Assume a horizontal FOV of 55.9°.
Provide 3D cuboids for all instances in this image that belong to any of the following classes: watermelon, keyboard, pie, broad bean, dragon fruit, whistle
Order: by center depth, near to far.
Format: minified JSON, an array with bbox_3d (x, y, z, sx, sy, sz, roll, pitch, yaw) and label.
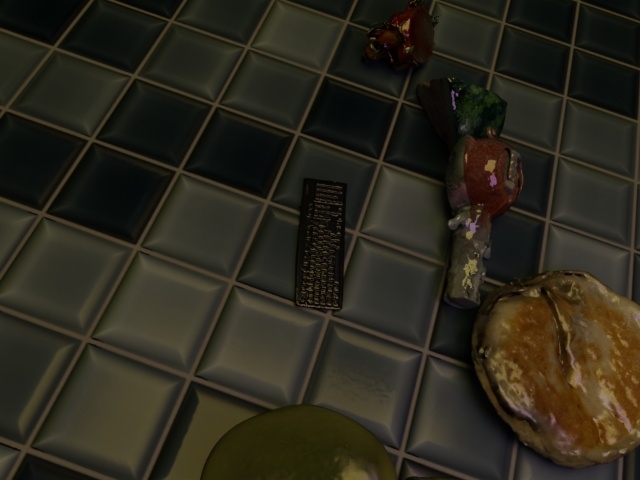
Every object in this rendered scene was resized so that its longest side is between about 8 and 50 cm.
[{"bbox_3d":[-0.029,0.311,0.799,0.262,0.121,0.189,0,58,-7],"label":"broad bean"},{"bbox_3d":[0.395,0.189,0.962,0.338,0.077,0.340,6,59,-10],"label":"pie"},{"bbox_3d":[0.000,0.000,1.032,0.087,0.017,0.251,8,61,-7],"label":"keyboard"},{"bbox_3d":[0.274,-0.053,1.049,0.133,0.142,0.347,5,66,23],"label":"whistle"},{"bbox_3d":[0.287,-0.273,1.175,0.207,0.136,0.202,-27,74,-37],"label":"watermelon"},{"bbox_3d":[0.166,-0.419,1.233,0.174,0.142,0.139,-7,97,9],"label":"dragon fruit"}]

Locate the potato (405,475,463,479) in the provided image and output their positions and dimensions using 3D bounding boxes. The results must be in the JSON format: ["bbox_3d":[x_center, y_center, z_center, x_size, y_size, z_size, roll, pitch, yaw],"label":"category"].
[{"bbox_3d":[0.243,0.480,0.719,0.330,0.212,0.280,13,81,38],"label":"potato"}]
